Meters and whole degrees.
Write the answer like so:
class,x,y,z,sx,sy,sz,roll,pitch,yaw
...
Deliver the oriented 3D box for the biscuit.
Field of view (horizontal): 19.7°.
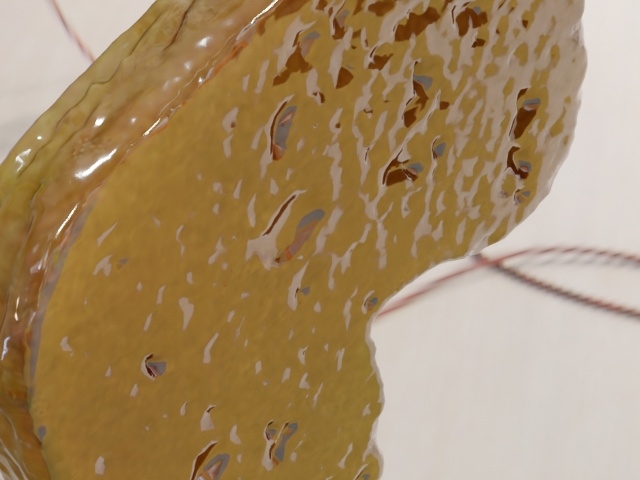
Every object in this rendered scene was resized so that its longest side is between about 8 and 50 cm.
class,x,y,z,sx,sy,sz,roll,pitch,yaw
biscuit,-0.001,-0.001,0.650,0.052,0.262,0.277,32,72,35
